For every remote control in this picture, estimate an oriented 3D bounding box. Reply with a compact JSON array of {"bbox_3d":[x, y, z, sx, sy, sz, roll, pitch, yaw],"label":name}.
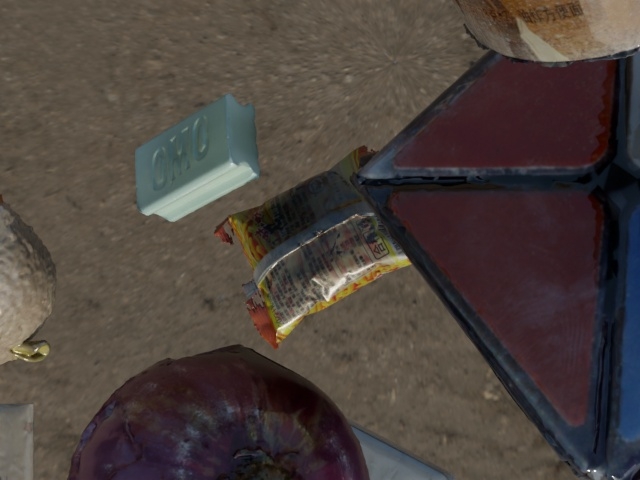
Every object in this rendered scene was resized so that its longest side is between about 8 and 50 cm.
[{"bbox_3d":[0.037,0.272,1.293,0.250,0.034,0.103,22,93,28],"label":"remote control"}]

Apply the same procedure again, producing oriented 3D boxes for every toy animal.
[{"bbox_3d":[-0.546,0.078,1.771,0.226,0.188,0.358,5,128,-35],"label":"toy animal"}]

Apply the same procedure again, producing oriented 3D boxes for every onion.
[{"bbox_3d":[-0.063,0.166,0.755,0.207,0.200,0.201,15,100,10],"label":"onion"}]

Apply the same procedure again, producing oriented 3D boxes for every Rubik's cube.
[{"bbox_3d":[0.254,0.002,0.832,0.305,0.310,0.307,-44,58,10],"label":"Rubik's cube"}]

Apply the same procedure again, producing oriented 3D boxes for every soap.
[{"bbox_3d":[-0.178,-0.114,1.553,0.198,0.066,0.119,-25,59,36],"label":"soap"}]

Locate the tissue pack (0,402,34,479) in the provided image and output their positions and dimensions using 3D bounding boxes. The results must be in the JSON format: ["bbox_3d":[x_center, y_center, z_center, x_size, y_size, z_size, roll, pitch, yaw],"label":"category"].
[{"bbox_3d":[-0.442,0.369,1.353,0.170,0.071,0.326,0,80,-22],"label":"tissue pack"}]

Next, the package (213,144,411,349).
[{"bbox_3d":[-0.003,-0.005,1.558,0.288,0.108,0.223,-29,61,6],"label":"package"}]

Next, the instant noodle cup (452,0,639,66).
[{"bbox_3d":[0.105,-0.210,0.479,0.217,0.217,0.207,-28,127,8],"label":"instant noodle cup"}]
